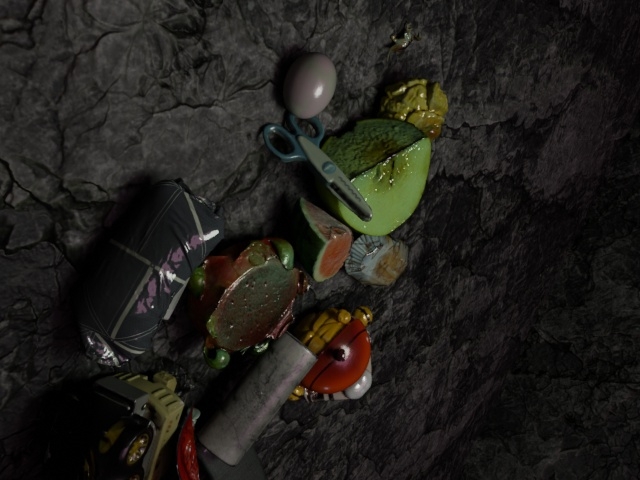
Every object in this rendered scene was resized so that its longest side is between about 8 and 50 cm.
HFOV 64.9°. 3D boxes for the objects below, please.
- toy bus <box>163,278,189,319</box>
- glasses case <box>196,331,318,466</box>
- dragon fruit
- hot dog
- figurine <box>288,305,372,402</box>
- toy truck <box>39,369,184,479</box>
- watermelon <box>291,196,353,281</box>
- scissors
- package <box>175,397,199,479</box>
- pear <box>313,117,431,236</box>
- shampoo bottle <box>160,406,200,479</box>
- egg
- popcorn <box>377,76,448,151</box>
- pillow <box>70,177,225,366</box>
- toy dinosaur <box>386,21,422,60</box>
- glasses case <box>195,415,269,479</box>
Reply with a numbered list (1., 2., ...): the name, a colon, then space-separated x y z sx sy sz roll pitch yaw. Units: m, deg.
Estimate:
1. toy bus: -0.291 0.083 0.943 0.060 0.074 0.123 29 86 -49
2. glasses case: -0.136 0.346 1.115 0.114 0.060 0.299 40 82 -3
3. dragon fruit: -0.160 0.123 1.053 0.295 0.130 0.268 -50 141 -18
4. hot dog: 0.157 0.050 1.393 0.163 0.081 0.270 -53 148 5
5. figurine: 0.035 0.300 1.301 0.320 0.196 0.323 -46 146 -12
6. toy truck: -0.383 0.443 0.936 0.254 0.180 0.406 -7 113 -70
7. watermelon: -0.023 0.001 1.140 0.128 0.146 0.231 -41 160 -23
8. scissors: 0.007 -0.149 1.033 0.138 0.289 0.041 -38 173 -29
9. package: -0.267 0.478 1.001 0.071 0.194 0.270 6 108 -17
10. pear: 0.120 -0.135 1.207 0.292 0.159 0.293 -20 129 -26
11. shampoo bottle: -0.318 0.465 1.105 0.065 0.065 0.205 24 90 -49
12. egg: -0.022 -0.313 1.017 0.103 0.103 0.135 18 99 -49
13. popcorn: 0.234 -0.316 1.262 0.168 0.174 0.195 -29 169 12
14. pillow: -0.301 0.054 0.863 0.335 0.161 0.092 -56 -179 -5
15. toy dinosaur: 0.201 -0.490 1.222 0.180 0.037 0.058 -37 127 -31
16. glasses case: -0.220 0.556 1.244 0.131 0.074 0.323 -35 131 -29
